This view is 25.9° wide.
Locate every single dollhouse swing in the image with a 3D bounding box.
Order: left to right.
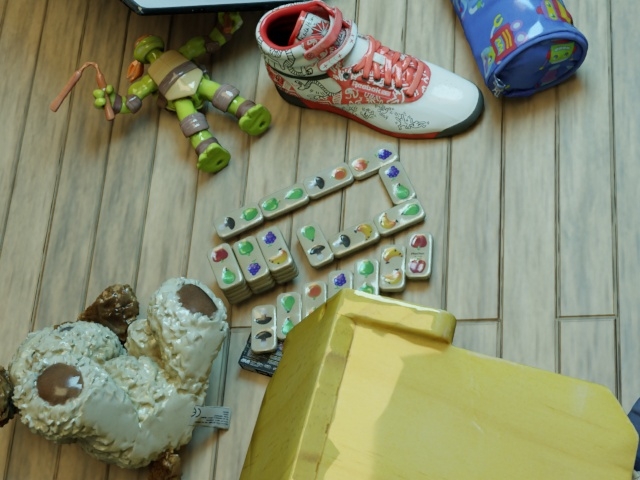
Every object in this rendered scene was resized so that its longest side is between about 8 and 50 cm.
[{"bbox_3d":[0.092,0.269,1.371,0.305,0.315,0.346,19,71,-10],"label":"dollhouse swing"}]

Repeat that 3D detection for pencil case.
[{"bbox_3d":[0.204,-0.302,1.650,0.119,0.133,0.306,-2,55,-31],"label":"pencil case"}]

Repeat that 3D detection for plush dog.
[{"bbox_3d":[-0.245,0.158,1.532,0.225,0.210,0.262,22,43,39],"label":"plush dog"}]

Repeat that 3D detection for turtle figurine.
[{"bbox_3d":[-0.178,-0.182,1.715,0.269,0.087,0.217,-36,67,-14],"label":"turtle figurine"}]

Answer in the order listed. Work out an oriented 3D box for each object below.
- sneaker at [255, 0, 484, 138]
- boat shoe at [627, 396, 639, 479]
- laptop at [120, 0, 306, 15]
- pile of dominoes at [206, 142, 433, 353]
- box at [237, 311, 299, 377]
[{"bbox_3d":[0.051,-0.202,1.624,0.270,0.145,0.090,14,68,22],"label":"sneaker"},{"bbox_3d":[0.384,0.280,1.290,0.340,0.127,0.158,33,84,28],"label":"boat shoe"},{"bbox_3d":[-0.145,-0.477,1.749,0.408,0.236,0.382,-12,41,-42],"label":"laptop"},{"bbox_3d":[0.000,0.000,1.583,0.251,0.040,0.196,-25,56,0],"label":"pile of dominoes"},{"bbox_3d":[-0.042,0.122,1.559,0.083,0.018,0.067,14,68,22],"label":"box"}]
